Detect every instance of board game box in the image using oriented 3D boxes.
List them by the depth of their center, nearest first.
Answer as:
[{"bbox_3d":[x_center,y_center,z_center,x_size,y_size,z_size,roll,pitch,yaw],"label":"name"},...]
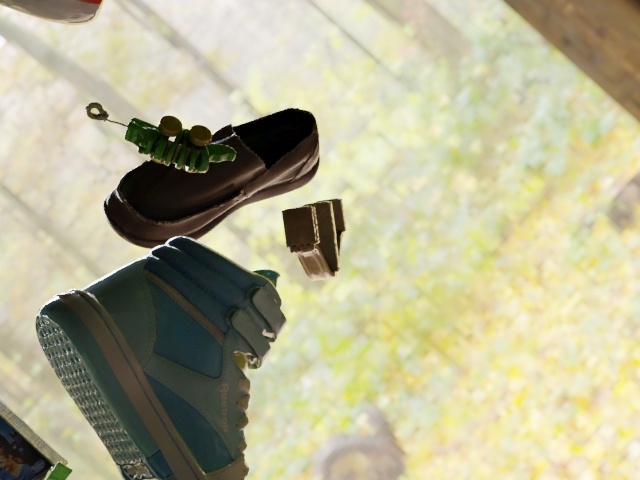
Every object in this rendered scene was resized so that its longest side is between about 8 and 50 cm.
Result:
[{"bbox_3d":[-0.479,0.280,2.352,0.194,0.194,0.060,-33,2,6],"label":"board game box"}]

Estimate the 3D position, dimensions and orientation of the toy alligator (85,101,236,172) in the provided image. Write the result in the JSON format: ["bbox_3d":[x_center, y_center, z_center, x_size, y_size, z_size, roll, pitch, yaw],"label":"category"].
[{"bbox_3d":[-0.194,-0.116,2.071,0.051,0.189,0.056,-84,15,-47],"label":"toy alligator"}]

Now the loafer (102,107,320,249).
[{"bbox_3d":[-0.149,-0.109,2.444,0.366,0.134,0.130,-28,-26,-34],"label":"loafer"}]

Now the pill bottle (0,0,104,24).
[{"bbox_3d":[-0.296,-0.422,1.984,0.181,0.181,0.323,-59,-12,-78],"label":"pill bottle"}]

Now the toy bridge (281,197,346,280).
[{"bbox_3d":[0.000,0.000,1.405,0.026,0.063,0.188,-8,2,9],"label":"toy bridge"}]

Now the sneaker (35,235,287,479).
[{"bbox_3d":[-0.081,0.140,1.493,0.208,0.319,0.127,-36,15,-28],"label":"sneaker"}]

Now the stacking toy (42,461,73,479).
[{"bbox_3d":[-0.252,0.342,1.756,0.221,0.167,0.052,-51,11,29],"label":"stacking toy"}]
